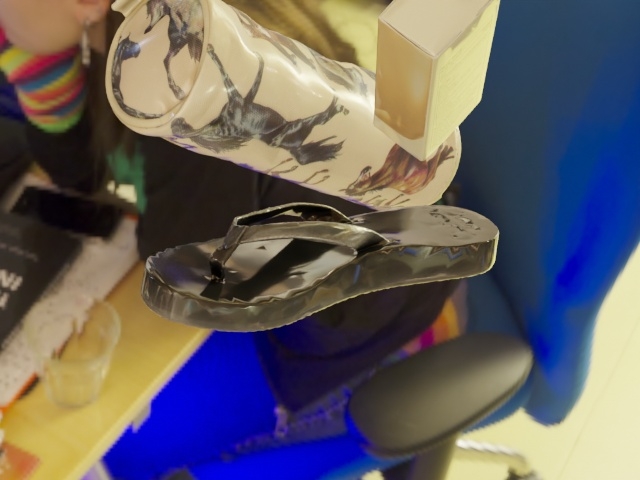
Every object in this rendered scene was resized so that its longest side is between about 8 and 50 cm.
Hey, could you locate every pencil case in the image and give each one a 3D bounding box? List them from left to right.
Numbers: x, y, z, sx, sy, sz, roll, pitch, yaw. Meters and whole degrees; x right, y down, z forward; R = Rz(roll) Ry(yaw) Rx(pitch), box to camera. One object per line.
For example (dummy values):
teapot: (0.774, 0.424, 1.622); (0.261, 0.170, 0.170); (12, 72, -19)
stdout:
pencil case: (-0.035, -0.152, 1.323); (0.410, 0.160, 0.183); (16, 35, -42)

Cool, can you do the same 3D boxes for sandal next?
sandal: (0.000, 0.000, 0.764); (0.255, 0.054, 0.097); (-12, 28, -33)

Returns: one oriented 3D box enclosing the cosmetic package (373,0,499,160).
cosmetic package: (0.063, -0.101, 0.681); (0.041, 0.115, 0.060); (38, 71, 17)
